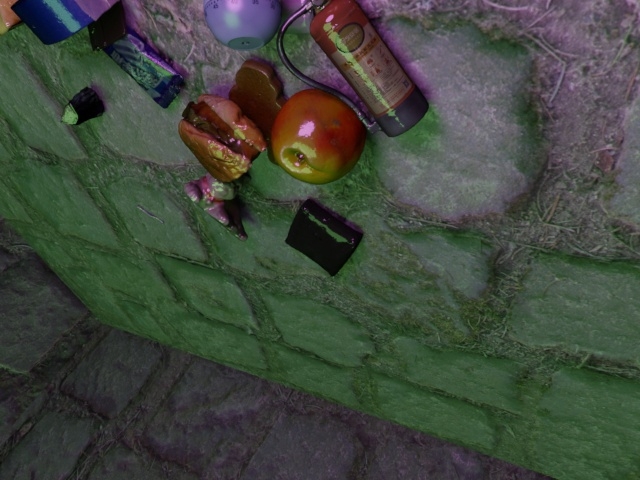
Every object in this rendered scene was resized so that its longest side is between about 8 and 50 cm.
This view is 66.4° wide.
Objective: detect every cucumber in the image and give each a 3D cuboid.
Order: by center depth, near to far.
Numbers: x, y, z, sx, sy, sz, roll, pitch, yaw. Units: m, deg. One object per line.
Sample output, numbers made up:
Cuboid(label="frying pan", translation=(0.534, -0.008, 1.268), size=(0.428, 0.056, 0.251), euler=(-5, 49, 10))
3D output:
Cuboid(label="cucumber", translation=(-0.776, -0.433, 1.609), size=(0.086, 0.193, 0.115), euler=(38, 115, -13))

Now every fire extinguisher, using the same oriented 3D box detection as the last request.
Cuboid(label="fire extinguisher", translation=(0.057, -0.374, 1.027), size=(0.376, 0.200, 0.113), euler=(49, 178, -21))

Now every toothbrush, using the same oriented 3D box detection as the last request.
Cuboid(label="toothbrush", translation=(-0.718, -0.110, 2.061), size=(0.131, 0.011, 0.013), euler=(34, 124, -2))

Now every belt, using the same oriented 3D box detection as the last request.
Cuboid(label="belt", translation=(-0.637, -0.594, 1.218), size=(0.347, 0.212, 0.117), euler=(20, 153, 46))

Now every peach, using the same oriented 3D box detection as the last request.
Cuboid(label="peach", translation=(-0.003, -0.251, 1.181), size=(0.231, 0.231, 0.230), euler=(20, 143, 16))

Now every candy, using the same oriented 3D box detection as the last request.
Cuboid(label="candy", translation=(-0.510, -0.507, 1.377), size=(0.275, 0.070, 0.145), euler=(46, 135, -12))

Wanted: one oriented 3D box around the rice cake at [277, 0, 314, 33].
Cuboid(label="rice cake", translation=(-0.116, -0.510, 1.099), size=(0.222, 0.042, 0.080), euler=(13, 142, 26))

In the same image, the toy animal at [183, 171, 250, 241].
Cuboid(label="toy animal", translation=(-0.306, -0.137, 1.627), size=(0.308, 0.188, 0.266), euler=(41, 167, -31))

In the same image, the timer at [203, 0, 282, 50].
Cuboid(label="timer", translation=(-0.149, -0.515, 1.009), size=(0.176, 0.255, 0.175), euler=(9, 162, 3))

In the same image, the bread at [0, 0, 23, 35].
Cuboid(label="bread", translation=(-0.915, -0.712, 1.345), size=(0.168, 0.163, 0.264), euler=(-2, 133, 39))

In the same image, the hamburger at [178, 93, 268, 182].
Cuboid(label="hamburger", translation=(-0.287, -0.290, 1.333), size=(0.209, 0.162, 0.330), euler=(50, 171, -24))

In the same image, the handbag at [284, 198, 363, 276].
Cuboid(label="handbag", translation=(0.000, 0.000, 1.598), size=(0.223, 0.080, 0.246), euler=(32, 145, 0))

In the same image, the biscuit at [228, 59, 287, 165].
Cuboid(label="biscuit", translation=(-0.150, -0.338, 1.329), size=(0.184, 0.047, 0.319), euler=(8, 139, 35))

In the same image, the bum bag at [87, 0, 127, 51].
Cuboid(label="bum bag", translation=(-0.581, -0.585, 1.320), size=(0.160, 0.026, 0.109), euler=(-6, 97, 37))
